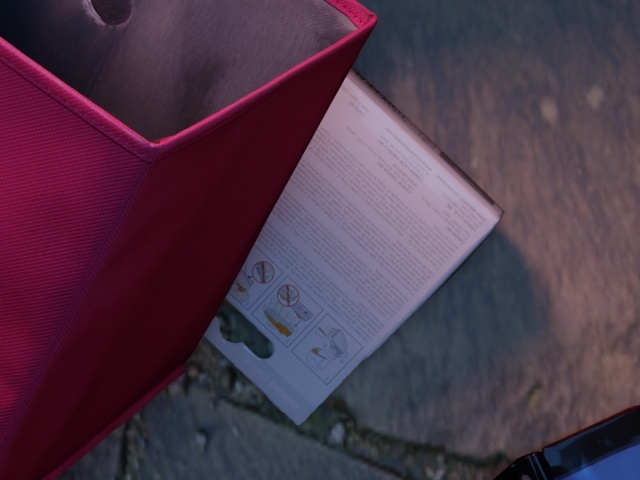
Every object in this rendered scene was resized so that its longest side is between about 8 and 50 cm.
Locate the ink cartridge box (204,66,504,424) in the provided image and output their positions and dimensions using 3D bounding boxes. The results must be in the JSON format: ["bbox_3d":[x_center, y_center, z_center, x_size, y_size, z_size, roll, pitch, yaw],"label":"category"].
[{"bbox_3d":[0.000,0.000,1.050,0.145,0.045,0.179,44,106,1],"label":"ink cartridge box"}]

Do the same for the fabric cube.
[{"bbox_3d":[-0.172,-0.051,0.876,0.259,0.254,0.258,35,120,8],"label":"fabric cube"}]

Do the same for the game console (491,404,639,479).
[{"bbox_3d":[0.171,0.185,1.013,0.085,0.124,0.144,-26,87,25],"label":"game console"}]
